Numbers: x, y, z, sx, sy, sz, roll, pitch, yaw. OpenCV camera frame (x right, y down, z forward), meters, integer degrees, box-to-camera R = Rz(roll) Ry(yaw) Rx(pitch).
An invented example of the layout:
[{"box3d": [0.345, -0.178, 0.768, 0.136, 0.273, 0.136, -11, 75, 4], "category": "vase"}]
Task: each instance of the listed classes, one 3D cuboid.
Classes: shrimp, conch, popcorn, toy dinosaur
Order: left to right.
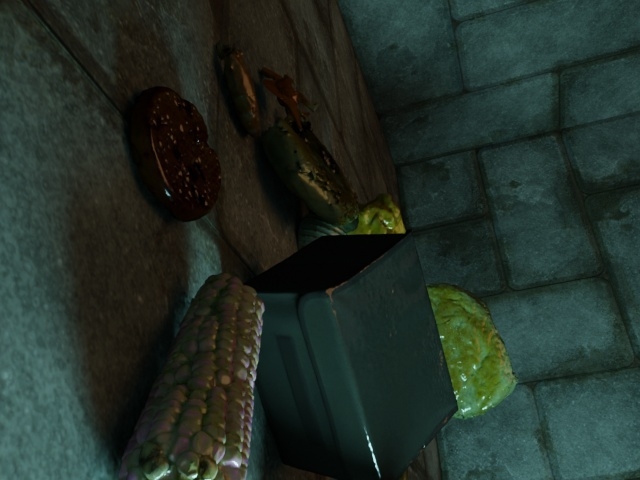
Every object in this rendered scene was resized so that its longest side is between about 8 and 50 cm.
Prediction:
[{"box3d": [-0.153, -0.286, 1.225, 0.132, 0.052, 0.187, -118, -166, -63], "category": "shrimp"}, {"box3d": [-0.074, -0.314, 1.393, 0.142, 0.057, 0.212, 36, 17, -13], "category": "toy dinosaur"}, {"box3d": [0.006, -0.004, 1.506, 0.135, 0.102, 0.153, 48, 30, -37], "category": "conch"}, {"box3d": [0.140, -0.014, 1.890, 0.190, 0.192, 0.253, 38, 48, -49], "category": "popcorn"}]

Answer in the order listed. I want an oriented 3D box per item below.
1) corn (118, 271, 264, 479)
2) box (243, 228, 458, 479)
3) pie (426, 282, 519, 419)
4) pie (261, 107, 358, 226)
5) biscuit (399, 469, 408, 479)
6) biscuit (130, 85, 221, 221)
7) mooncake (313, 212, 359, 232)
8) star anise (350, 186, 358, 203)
[{"box3d": [-0.132, 0.166, 0.733, 0.335, 0.127, 0.126, -88, 161, -58], "category": "corn"}, {"box3d": [0.047, 0.182, 1.051, 0.251, 0.205, 0.344, -32, 112, -45], "category": "box"}, {"box3d": [0.333, 0.319, 1.869, 0.180, 0.419, 0.394, 43, 38, -69], "category": "pie"}, {"box3d": [-0.016, -0.159, 1.443, 0.296, 0.078, 0.371, 54, 15, -11], "category": "pie"}, {"box3d": [0.161, 0.577, 1.514, 0.381, 0.074, 0.358, -51, 144, -84], "category": "biscuit"}, {"box3d": [-0.193, -0.113, 0.873, 0.192, 0.050, 0.191, -15, 90, -71], "category": "biscuit"}, {"box3d": [0.032, -0.094, 1.682, 0.175, 0.104, 0.168, 54, 30, -56], "category": "mooncake"}, {"box3d": [0.092, -0.131, 2.056, 0.129, 0.056, 0.124, -113, -175, -77], "category": "star anise"}]
